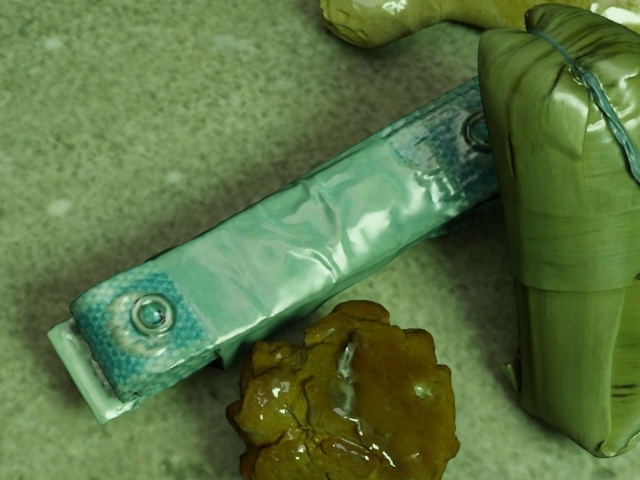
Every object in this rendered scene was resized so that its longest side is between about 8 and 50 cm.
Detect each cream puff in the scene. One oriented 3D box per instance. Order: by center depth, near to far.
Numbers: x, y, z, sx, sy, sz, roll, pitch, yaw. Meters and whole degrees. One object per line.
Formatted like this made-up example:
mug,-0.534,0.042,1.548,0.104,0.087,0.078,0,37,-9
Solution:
cream puff,0.011,0.092,0.848,0.122,0.094,0.116,-3,66,-46

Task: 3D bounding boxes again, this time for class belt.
belt,0.000,0.000,0.891,0.302,0.087,0.072,-29,84,-14

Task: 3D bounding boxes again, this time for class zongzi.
zongzi,0.207,-0.034,0.856,0.256,0.228,0.115,-21,31,-15

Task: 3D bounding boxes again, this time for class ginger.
ginger,0.149,-0.147,0.970,0.299,0.065,0.118,11,80,2
